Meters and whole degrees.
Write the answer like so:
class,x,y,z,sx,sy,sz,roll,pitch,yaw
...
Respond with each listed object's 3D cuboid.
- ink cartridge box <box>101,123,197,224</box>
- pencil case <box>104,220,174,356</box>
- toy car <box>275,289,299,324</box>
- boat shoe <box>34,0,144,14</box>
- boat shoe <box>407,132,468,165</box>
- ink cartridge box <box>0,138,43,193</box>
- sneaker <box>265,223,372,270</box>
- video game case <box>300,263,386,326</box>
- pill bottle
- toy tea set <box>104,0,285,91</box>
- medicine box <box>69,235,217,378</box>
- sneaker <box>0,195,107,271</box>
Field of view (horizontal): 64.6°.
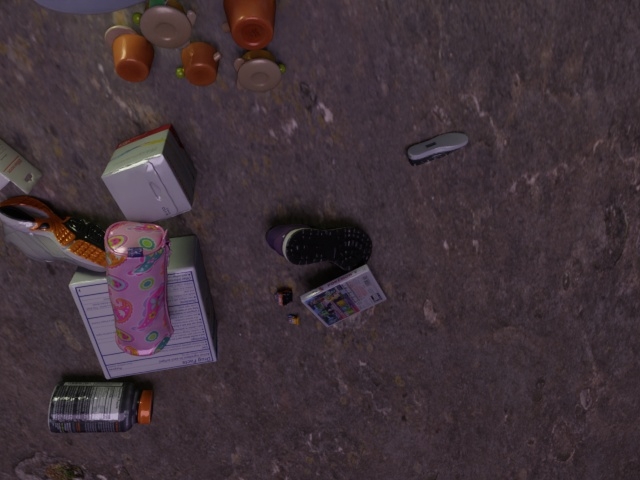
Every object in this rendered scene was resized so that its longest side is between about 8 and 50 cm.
class,x,y,z,sx,sy,sz,roll,pitch,yaw
ink cartridge box,-0.336,-0.131,1.019,0.128,0.176,0.128,-20,122,2
pencil case,-0.353,0.097,0.998,0.124,0.124,0.283,3,125,-12
toy car,-0.093,0.180,1.322,0.041,0.060,0.121,4,118,25
boat shoe,-0.311,-0.500,0.824,0.368,0.156,0.135,-25,162,-9
boat shoe,0.268,-0.209,1.163,0.142,0.049,0.040,-16,141,1
ink cartridge box,-0.652,-0.156,0.989,0.062,0.104,0.181,-36,120,12
sneaker,0.000,0.000,1.215,0.284,0.124,0.107,9,99,-41
video game case,0.064,0.147,1.301,0.184,0.023,0.201,-26,147,6
pill bottle,-0.574,0.442,1.345,0.246,0.130,0.130,5,119,-13
toy tea set,-0.227,-0.389,0.944,0.337,0.124,0.200,-1,152,-13
medicine box,-0.398,0.159,1.197,0.264,0.149,0.289,-8,122,-6
sneaker,-0.564,0.008,1.097,0.263,0.099,0.121,28,128,2
